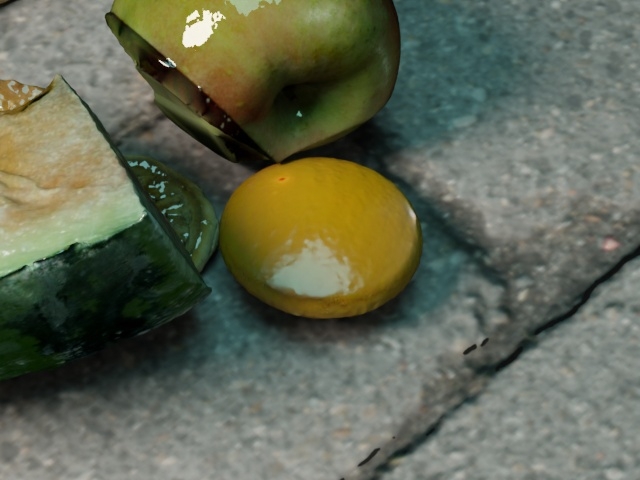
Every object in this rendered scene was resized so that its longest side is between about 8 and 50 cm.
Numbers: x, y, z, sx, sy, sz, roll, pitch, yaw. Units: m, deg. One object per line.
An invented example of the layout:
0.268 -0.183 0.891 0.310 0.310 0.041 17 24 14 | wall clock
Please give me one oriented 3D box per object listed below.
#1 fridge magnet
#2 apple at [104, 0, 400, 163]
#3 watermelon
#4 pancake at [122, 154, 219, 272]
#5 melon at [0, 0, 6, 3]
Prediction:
0.000 0.000 1.345 0.143 0.063 0.143 2 51 -2 | fridge magnet
-0.050 -0.155 1.389 0.207 0.174 0.188 -4 39 -27 | apple
-0.220 0.004 1.281 0.264 0.151 0.302 -18 37 -2 | watermelon
-0.139 -0.008 1.370 0.139 0.022 0.139 -1 53 2 | pancake
-0.240 -0.238 1.505 0.093 0.202 0.139 21 87 -9 | melon
